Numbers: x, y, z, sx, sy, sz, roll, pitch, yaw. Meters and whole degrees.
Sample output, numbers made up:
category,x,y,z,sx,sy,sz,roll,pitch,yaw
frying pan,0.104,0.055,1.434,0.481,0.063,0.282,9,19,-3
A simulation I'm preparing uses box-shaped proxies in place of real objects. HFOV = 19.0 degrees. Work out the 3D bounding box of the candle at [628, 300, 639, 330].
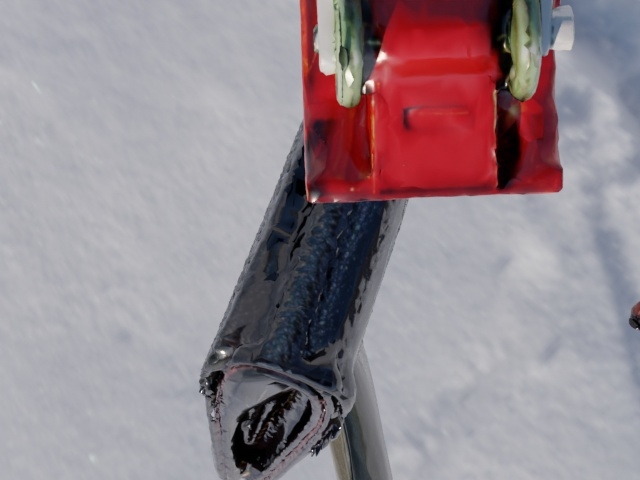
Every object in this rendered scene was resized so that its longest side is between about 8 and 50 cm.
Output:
category,x,y,z,sx,sy,sz,roll,pitch,yaw
candle,0.298,-0.077,1.368,0.048,0.051,0.329,12,119,-12

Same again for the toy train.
category,x,y,z,sx,sy,sz,roll,pitch,yaw
toy train,0.031,-0.123,0.581,0.083,0.131,0.204,-2,113,-3

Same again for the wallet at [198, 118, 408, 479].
category,x,y,z,sx,sy,sz,roll,pitch,yaw
wallet,0.000,0.000,0.964,0.071,0.262,0.221,17,71,-1

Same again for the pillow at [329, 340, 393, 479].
category,x,y,z,sx,sy,sz,roll,pitch,yaw
pillow,0.028,0.144,1.248,0.033,0.130,0.217,-11,88,11
